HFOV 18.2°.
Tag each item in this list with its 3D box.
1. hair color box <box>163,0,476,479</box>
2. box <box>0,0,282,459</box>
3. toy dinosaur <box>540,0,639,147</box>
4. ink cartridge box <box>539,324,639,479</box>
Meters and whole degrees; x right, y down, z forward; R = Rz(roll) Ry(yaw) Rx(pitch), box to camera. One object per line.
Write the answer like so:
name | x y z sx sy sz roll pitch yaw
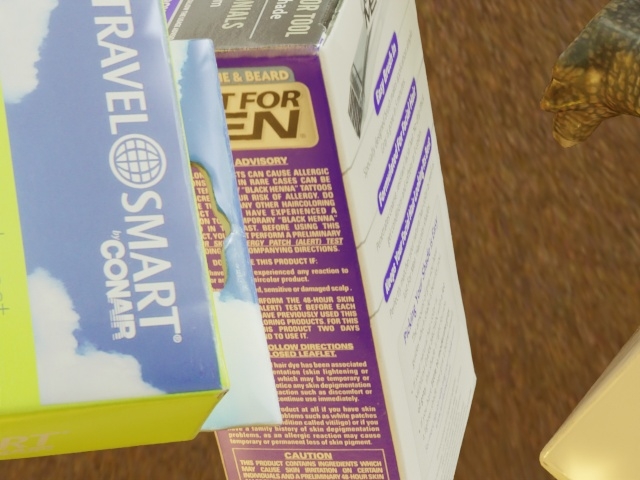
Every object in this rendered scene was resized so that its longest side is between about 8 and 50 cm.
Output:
hair color box | 0.000 0.000 1.054 0.110 0.185 0.339 0 125 15
box | -0.097 -0.004 0.441 0.178 0.042 0.109 -4 70 -18
toy dinosaur | 0.113 -0.023 0.288 0.160 0.313 0.121 38 82 18
ink cartridge box | 0.370 0.044 1.507 0.166 0.395 0.285 41 127 6
